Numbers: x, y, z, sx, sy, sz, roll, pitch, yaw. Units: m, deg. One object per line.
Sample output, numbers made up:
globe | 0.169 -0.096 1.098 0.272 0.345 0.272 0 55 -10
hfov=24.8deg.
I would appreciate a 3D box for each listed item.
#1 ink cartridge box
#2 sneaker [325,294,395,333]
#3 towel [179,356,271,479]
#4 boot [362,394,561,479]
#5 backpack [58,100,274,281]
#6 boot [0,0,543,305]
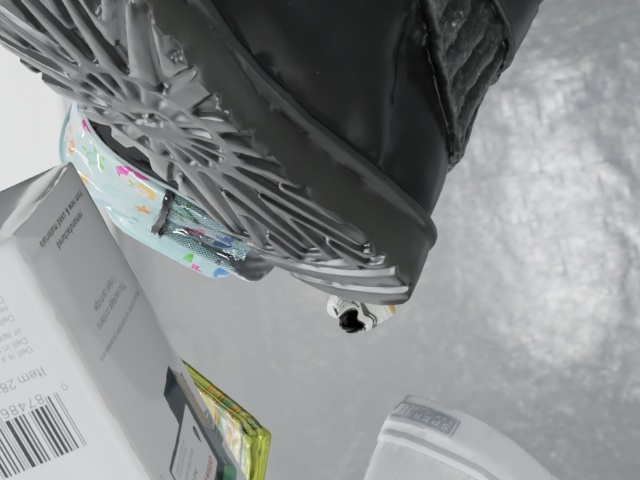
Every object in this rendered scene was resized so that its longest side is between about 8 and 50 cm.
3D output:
ink cartridge box | -0.122 0.105 0.575 0.092 0.160 0.219 -75 -39 -68
sneaker | 0.023 0.057 1.168 0.032 0.037 0.083 58 153 -14
towel | -0.111 0.146 1.120 0.237 0.021 0.102 30 114 53
boot | 0.098 0.186 0.752 0.095 0.258 0.123 10 69 51
backpack | -0.127 -0.099 1.444 0.191 0.253 0.225 -45 21 53
boot | -0.013 -0.158 0.645 0.131 0.348 0.260 13 68 39
